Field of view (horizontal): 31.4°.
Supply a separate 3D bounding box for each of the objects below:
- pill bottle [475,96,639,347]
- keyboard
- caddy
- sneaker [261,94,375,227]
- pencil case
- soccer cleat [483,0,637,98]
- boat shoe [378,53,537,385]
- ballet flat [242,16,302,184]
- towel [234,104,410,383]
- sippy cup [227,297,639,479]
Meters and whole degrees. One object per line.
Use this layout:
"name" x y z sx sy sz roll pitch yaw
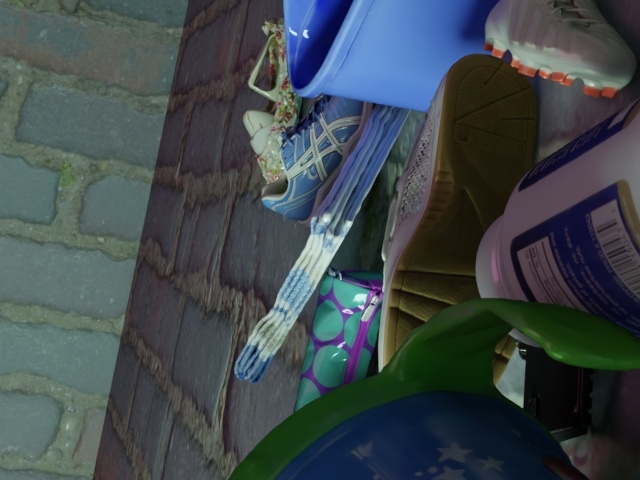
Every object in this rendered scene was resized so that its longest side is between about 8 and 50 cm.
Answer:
"pill bottle" 0.155 -0.003 0.564 0.187 0.112 0.112 142 137 -67
"keyboard" 0.149 0.036 0.714 0.108 0.023 0.180 133 146 -69
"caddy" 0.061 -0.264 0.949 0.341 0.179 0.241 120 155 -47
"sneaker" 0.000 -0.106 1.224 0.080 0.081 0.211 -104 31 -60
"pencil case" 0.020 0.101 1.041 0.070 0.065 0.151 24 103 62
"soccer cleat" 0.155 -0.146 0.750 0.196 0.068 0.076 -116 43 -69
"boat shoe" 0.092 0.006 0.816 0.096 0.098 0.277 137 150 -65
"ballet flat" -0.062 -0.183 1.500 0.091 0.077 0.240 166 114 -72
"towel" 0.000 0.000 1.107 0.209 0.034 0.285 -61 0 -40
"sippy cup" 0.081 0.199 0.520 0.224 0.240 0.305 21 139 63
